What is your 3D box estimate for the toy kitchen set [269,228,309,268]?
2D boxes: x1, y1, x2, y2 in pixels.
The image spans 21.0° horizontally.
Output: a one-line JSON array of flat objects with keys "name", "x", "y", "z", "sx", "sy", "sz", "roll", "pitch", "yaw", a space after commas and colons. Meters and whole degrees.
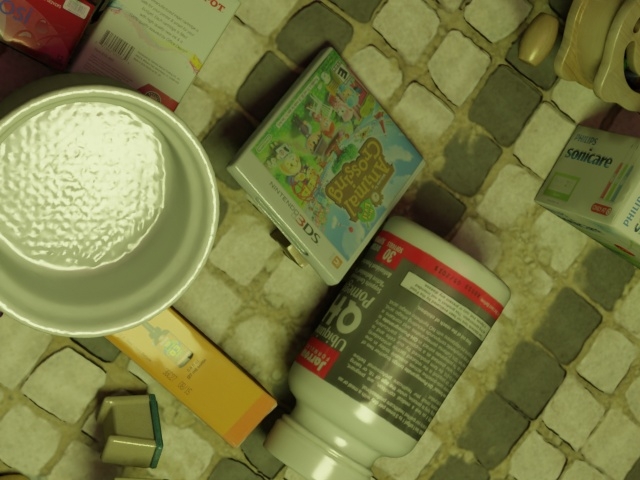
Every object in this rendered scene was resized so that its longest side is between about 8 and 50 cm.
[{"name": "toy kitchen set", "x": 0.000, "y": 0.000, "z": 2.044, "sx": 0.083, "sy": 0.075, "sz": 0.068, "roll": -40, "pitch": 111, "yaw": -5}]

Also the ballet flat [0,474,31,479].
[{"name": "ballet flat", "x": -0.421, "y": 0.343, "z": 1.950, "sx": 0.232, "sy": 0.073, "sz": 0.080, "roll": -28, "pitch": 108, "yaw": -14}]

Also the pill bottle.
[{"name": "pill bottle", "x": 0.072, "y": 0.145, "z": 2.042, "sx": 0.176, "sy": 0.176, "sz": 0.319, "roll": 35, "pitch": 86, "yaw": -22}]

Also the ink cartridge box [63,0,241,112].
[{"name": "ink cartridge box", "x": -0.191, "y": -0.231, "z": 1.936, "sx": 0.127, "sy": 0.072, "sz": 0.175, "roll": 33, "pitch": 88, "yaw": -22}]

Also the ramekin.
[{"name": "ramekin", "x": -0.256, "y": -0.047, "z": 1.854, "sx": 0.277, "sy": 0.135, "sz": 0.277, "roll": -5, "pitch": 110, "yaw": -13}]

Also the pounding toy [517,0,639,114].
[{"name": "pounding toy", "x": 0.338, "y": -0.260, "z": 2.089, "sx": 0.269, "sy": 0.155, "sz": 0.154, "roll": 13, "pitch": 107, "yaw": -52}]

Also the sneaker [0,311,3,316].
[{"name": "sneaker", "x": -0.376, "y": 0.081, "z": 1.927, "sx": 0.071, "sy": 0.068, "sz": 0.170, "roll": 3, "pitch": 98, "yaw": -26}]

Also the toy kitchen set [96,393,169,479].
[{"name": "toy kitchen set", "x": -0.212, "y": 0.308, "z": 2.029, "sx": 0.122, "sy": 0.166, "sz": 0.207, "roll": 6, "pitch": 134, "yaw": -20}]

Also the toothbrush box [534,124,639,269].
[{"name": "toothbrush box", "x": 0.441, "y": -0.016, "z": 2.135, "sx": 0.283, "sy": 0.206, "sz": 0.122, "roll": 32, "pitch": 88, "yaw": -23}]

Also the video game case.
[{"name": "video game case", "x": 0.011, "y": -0.088, "z": 2.021, "sx": 0.193, "sy": 0.023, "sz": 0.212, "roll": 49, "pitch": 58, "yaw": -20}]

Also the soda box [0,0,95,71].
[{"name": "soda box", "x": -0.380, "y": -0.277, "z": 1.848, "sx": 0.263, "sy": 0.092, "sz": 0.083, "roll": 27, "pitch": 90, "yaw": -22}]

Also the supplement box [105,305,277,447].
[{"name": "supplement box", "x": -0.161, "y": 0.136, "z": 2.006, "sx": 0.078, "sy": 0.080, "sz": 0.233, "roll": -46, "pitch": 113, "yaw": -1}]
